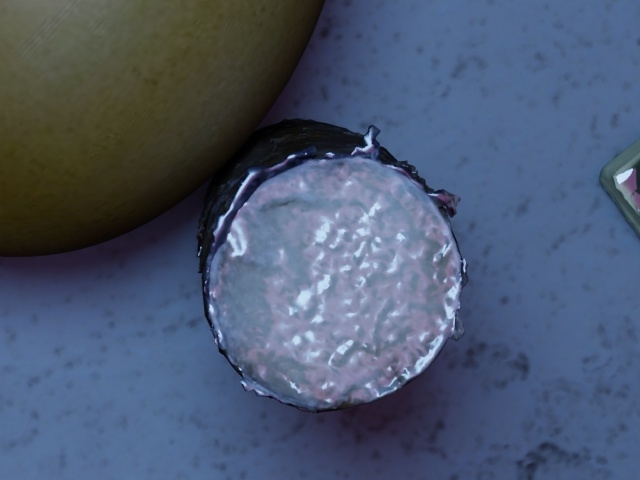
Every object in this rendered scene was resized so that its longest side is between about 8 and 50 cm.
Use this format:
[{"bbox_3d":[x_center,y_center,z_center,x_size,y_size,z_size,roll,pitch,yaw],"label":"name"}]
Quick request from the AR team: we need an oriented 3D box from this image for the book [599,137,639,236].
[{"bbox_3d":[0.370,0.031,1.100,0.260,0.043,0.371,-37,94,-7],"label":"book"}]

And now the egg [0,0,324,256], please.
[{"bbox_3d":[-0.125,-0.137,0.940,0.322,0.250,0.250,-42,93,18],"label":"egg"}]

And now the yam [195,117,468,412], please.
[{"bbox_3d":[0.000,0.002,0.946,0.131,0.279,0.131,0,97,-3],"label":"yam"}]
